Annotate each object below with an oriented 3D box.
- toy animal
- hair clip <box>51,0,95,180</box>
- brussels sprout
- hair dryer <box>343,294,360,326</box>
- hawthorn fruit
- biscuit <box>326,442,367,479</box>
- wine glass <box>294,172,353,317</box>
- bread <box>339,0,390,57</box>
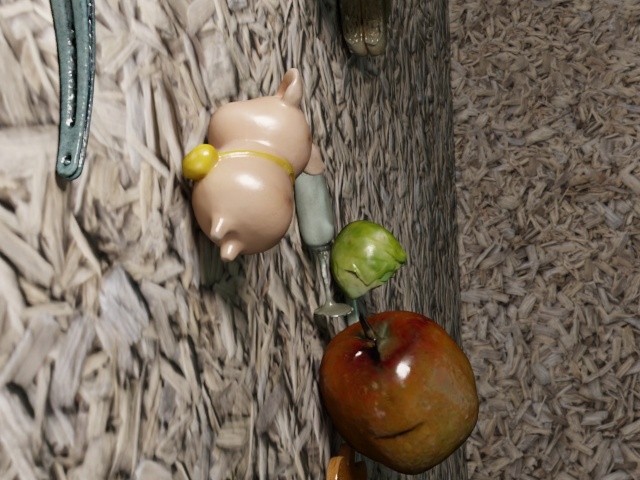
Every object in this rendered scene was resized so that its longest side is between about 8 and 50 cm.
[{"bbox_3d":[-0.091,-0.084,1.079,0.165,0.149,0.248,87,21,-54],"label":"toy animal"},{"bbox_3d":[-0.234,-0.195,0.800,0.083,0.048,0.275,-22,107,-76],"label":"hair clip"},{"bbox_3d":[0.076,0.027,1.596,0.122,0.151,0.149,53,53,-8],"label":"brussels sprout"},{"bbox_3d":[0.060,0.161,1.657,0.155,0.044,0.183,-52,130,-66],"label":"hair dryer"},{"bbox_3d":[0.122,0.243,1.476,0.301,0.268,0.268,57,27,-18],"label":"hawthorn fruit"},{"bbox_3d":[0.043,0.451,1.527,0.250,0.036,0.165,59,31,-62],"label":"biscuit"},{"bbox_3d":[0.000,0.000,1.451,0.074,0.074,0.262,-44,126,-68],"label":"wine glass"},{"bbox_3d":[0.100,-0.565,1.844,0.183,0.102,0.337,-11,97,-72],"label":"bread"}]
